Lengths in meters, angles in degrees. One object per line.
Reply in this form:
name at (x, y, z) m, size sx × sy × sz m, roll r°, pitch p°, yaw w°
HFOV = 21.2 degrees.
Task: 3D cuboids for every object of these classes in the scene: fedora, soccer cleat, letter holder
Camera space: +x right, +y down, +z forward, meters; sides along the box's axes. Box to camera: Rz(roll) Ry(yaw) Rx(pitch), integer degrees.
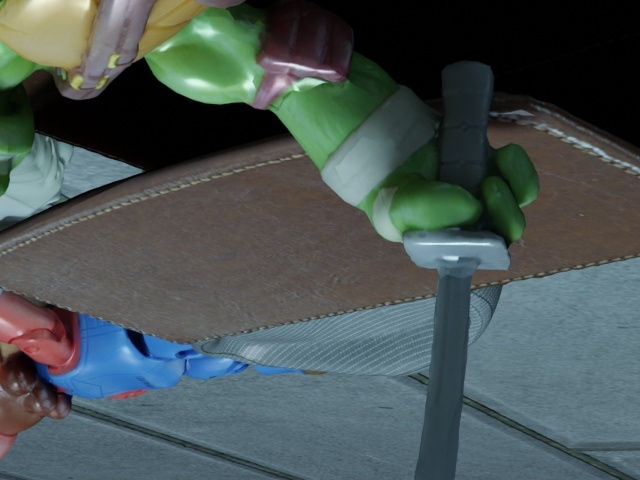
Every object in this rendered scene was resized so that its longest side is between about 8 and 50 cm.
fedora at (0.000, 0.000, 0.887) m, size 0.243 × 0.124 × 0.275 m, roll 18°, pitch 159°, yaw -39°
soccer cleat at (-0.162, -0.053, 0.867) m, size 0.076 × 0.068 × 0.196 m, roll -8°, pitch 168°, yaw -14°
letter holder at (-0.032, -0.076, 0.582) m, size 0.214 × 0.152 × 0.302 m, roll 19°, pitch 159°, yaw -37°

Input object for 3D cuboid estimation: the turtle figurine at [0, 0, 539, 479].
turtle figurine at (0.012, -0.061, 0.356) m, size 0.198 × 0.275 × 0.266 m, roll 35°, pitch 107°, yaw -27°

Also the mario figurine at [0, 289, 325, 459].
mario figurine at (-0.157, 0.038, 1.150) m, size 0.320 × 0.170 × 0.198 m, roll -10°, pitch 125°, yaw 12°
